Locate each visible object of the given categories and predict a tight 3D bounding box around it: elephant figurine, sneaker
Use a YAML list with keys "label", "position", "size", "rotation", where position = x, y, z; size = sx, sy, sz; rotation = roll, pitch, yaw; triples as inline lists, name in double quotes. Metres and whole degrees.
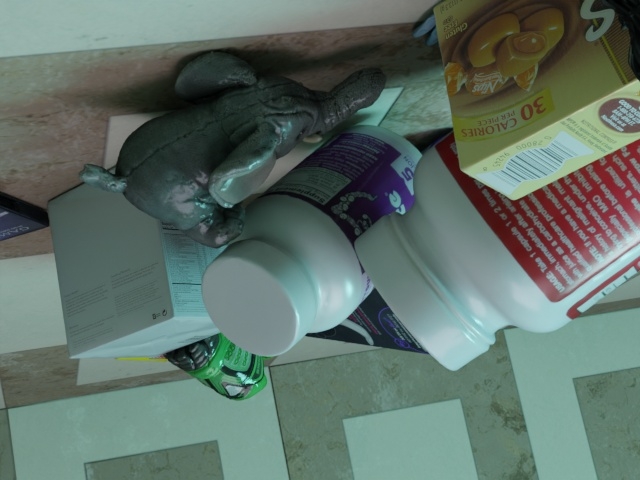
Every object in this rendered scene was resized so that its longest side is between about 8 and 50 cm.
- label: "elephant figurine"
  position: [-0.084, -0.114, 1.200]
  size: [0.239, 0.169, 0.186]
  rotation: [-35, -161, 37]
- label: "sneaker"
  position: [-0.134, 0.105, 1.691]
  size: [0.134, 0.343, 0.146]
  rotation: [-33, 115, 21]

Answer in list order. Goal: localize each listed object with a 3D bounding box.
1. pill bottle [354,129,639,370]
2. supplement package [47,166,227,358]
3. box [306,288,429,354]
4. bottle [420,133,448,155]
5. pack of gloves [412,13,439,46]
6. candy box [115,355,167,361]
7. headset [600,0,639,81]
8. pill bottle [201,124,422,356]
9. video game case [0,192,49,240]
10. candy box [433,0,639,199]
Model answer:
- label: "pill bottle"
  position: [0.245, -0.056, 1.200]
  size: [0.408, 0.229, 0.229]
  rotation: [-38, 160, 11]
- label: "supplement package"
  position: [-0.209, 0.025, 1.468]
  size: [0.194, 0.203, 0.149]
  rotation: [-21, 163, 36]
- label: "box"
  position: [0.070, 0.043, 1.604]
  size: [0.270, 0.143, 0.165]
  rotation: [4, 144, 40]
- label: "bottle"
  position: [0.145, -0.061, 1.637]
  size: [0.118, 0.092, 0.283]
  rotation: [2, 162, -25]
- label: "pack of gloves"
  position: [0.210, -0.226, 1.148]
  size: [0.195, 0.046, 0.232]
  rotation: [-7, 165, -21]
- label: "candy box"
  position: [-0.279, 0.074, 1.613]
  size: [0.027, 0.206, 0.105]
  rotation: [-40, 155, 19]
- label: "headset"
  position: [0.266, -0.272, 0.732]
  size: [0.243, 0.185, 0.394]
  rotation: [-6, 153, -19]
- label: "pill bottle"
  position: [0.000, 0.000, 1.357]
  size: [0.169, 0.169, 0.301]
  rotation: [-25, -167, 43]
- label: "video game case"
  position: [-0.478, -0.028, 1.420]
  size: [0.196, 0.026, 0.274]
  rotation: [-15, 166, 15]
- label: "candy box"
  position: [0.250, -0.184, 0.985]
  size: [0.316, 0.183, 0.087]
  rotation: [-27, 145, 34]
